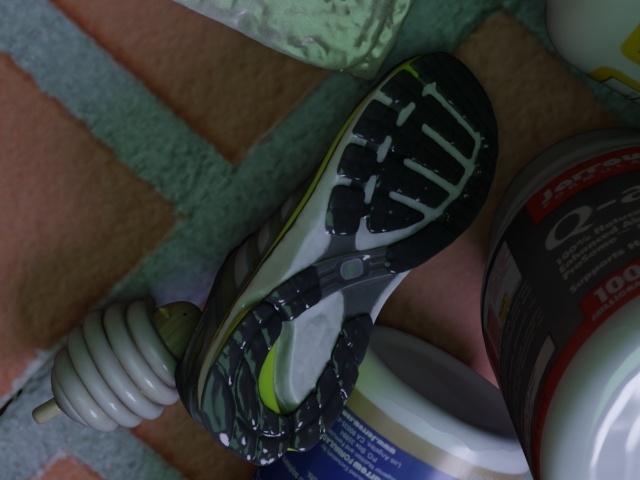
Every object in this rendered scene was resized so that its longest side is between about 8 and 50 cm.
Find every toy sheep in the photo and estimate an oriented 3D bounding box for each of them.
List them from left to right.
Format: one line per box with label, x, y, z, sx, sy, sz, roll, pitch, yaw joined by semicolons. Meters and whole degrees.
toy sheep;-0.132;0.083;1.241;0.132;0.091;0.091;-37;106;8

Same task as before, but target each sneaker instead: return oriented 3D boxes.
sneaker;0.000;0.000;1.196;0.111;0.121;0.300;45;72;-24

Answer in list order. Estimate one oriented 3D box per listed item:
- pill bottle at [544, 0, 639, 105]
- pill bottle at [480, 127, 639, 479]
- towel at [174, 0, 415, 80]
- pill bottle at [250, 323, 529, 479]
pill bottle;0.259;-0.152;1.136;0.334;0.188;0.188;28;103;-7
pill bottle;0.206;0.060;1.111;0.210;0.363;0.210;-1;108;-3
towel;-0.052;-0.232;1.171;0.282;0.049;0.187;26;103;-10
pill bottle;0.016;0.201;1.253;0.153;0.153;0.264;28;104;-11
